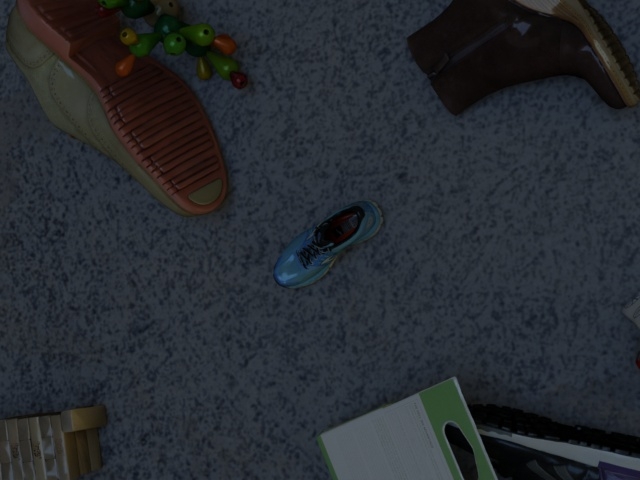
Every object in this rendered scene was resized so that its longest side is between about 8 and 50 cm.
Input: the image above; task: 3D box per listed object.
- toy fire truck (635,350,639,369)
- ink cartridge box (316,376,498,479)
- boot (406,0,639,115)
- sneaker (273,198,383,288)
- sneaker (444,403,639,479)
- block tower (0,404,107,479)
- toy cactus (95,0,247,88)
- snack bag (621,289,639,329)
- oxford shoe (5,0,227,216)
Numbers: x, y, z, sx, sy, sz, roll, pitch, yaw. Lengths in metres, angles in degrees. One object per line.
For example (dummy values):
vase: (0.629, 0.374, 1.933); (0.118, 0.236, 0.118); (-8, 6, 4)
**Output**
toy fire truck: (0.424, 0.189, 1.309); (0.047, 0.135, 0.192); (-45, 75, 12)
ink cartridge box: (0.117, 0.271, 1.413); (0.235, 0.056, 0.171); (-30, 77, 37)
boot: (0.244, -0.213, 1.433); (0.207, 0.090, 0.248); (-39, 77, 26)
sneaker: (0.000, 0.000, 1.497); (0.162, 0.073, 0.063); (-39, 76, 13)
sneaker: (0.261, 0.276, 1.382); (0.283, 0.107, 0.124); (12, 97, 19)
block tower: (-0.460, 0.293, 1.634); (0.335, 0.091, 0.097); (-11, 85, 19)
toy cactus: (-0.203, -0.274, 1.549); (0.112, 0.219, 0.180); (-60, 30, 23)
snack bag: (0.453, 0.001, 1.213); (0.037, 0.342, 0.323); (39, 101, -6)
oxford shoe: (-0.276, -0.176, 1.593); (0.397, 0.140, 0.146); (52, 134, 9)
